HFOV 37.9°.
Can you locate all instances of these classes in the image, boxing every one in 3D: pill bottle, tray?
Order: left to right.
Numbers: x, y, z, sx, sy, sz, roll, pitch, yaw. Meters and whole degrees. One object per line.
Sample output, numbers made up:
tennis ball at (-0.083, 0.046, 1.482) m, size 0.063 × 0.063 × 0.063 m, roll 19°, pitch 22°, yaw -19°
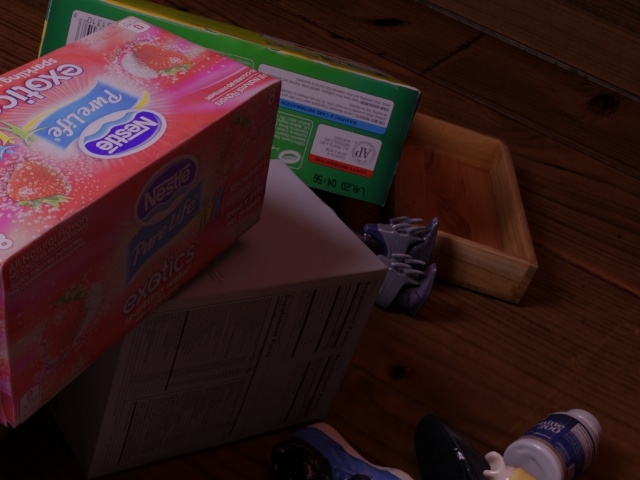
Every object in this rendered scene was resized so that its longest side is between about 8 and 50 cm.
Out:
tray at (0.197, -0.069, 1.413) m, size 0.203 × 0.076 × 0.411 m, roll 18°, pitch 30°, yaw -5°
pill bottle at (0.246, 0.219, 0.971) m, size 0.067 × 0.067 × 0.120 m, roll 37°, pitch 34°, yaw 27°

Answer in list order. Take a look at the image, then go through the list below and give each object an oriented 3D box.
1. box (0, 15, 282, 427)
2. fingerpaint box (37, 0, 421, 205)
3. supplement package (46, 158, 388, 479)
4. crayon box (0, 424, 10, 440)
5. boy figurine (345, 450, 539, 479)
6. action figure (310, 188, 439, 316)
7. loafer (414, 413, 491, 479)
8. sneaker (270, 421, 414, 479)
box at (-0.171, -0.031, 0.666) m, size 0.154 × 0.142 × 0.300 m, roll 26°, pitch 39°, yaw 18°
fingerpaint box at (-0.130, -0.207, 1.265) m, size 0.445 × 0.163 × 0.371 m, roll 14°, pitch 13°, yaw -11°
supplement package at (-0.119, 0.060, 0.876) m, size 0.263 × 0.198 × 0.199 m, roll -7°, pitch 39°, yaw -38°
crayon box at (-0.299, 0.125, 0.692) m, size 0.081 × 0.165 × 0.278 m, roll 21°, pitch 30°, yaw 1°
boy figurine at (0.149, 0.268, 0.769) m, size 0.285 × 0.092 × 0.177 m, roll 15°, pitch 70°, yaw -9°
action figure at (0.000, 0.000, 1.156) m, size 0.285 × 0.099 × 0.185 m, roll 13°, pitch 35°, yaw -7°
loafer at (0.148, 0.239, 0.893) m, size 0.061 × 0.062 × 0.170 m, roll 6°, pitch 41°, yaw -40°
sneaker at (0.021, 0.222, 0.832) m, size 0.152 × 0.058 × 0.085 m, roll 33°, pitch 26°, yaw 29°
